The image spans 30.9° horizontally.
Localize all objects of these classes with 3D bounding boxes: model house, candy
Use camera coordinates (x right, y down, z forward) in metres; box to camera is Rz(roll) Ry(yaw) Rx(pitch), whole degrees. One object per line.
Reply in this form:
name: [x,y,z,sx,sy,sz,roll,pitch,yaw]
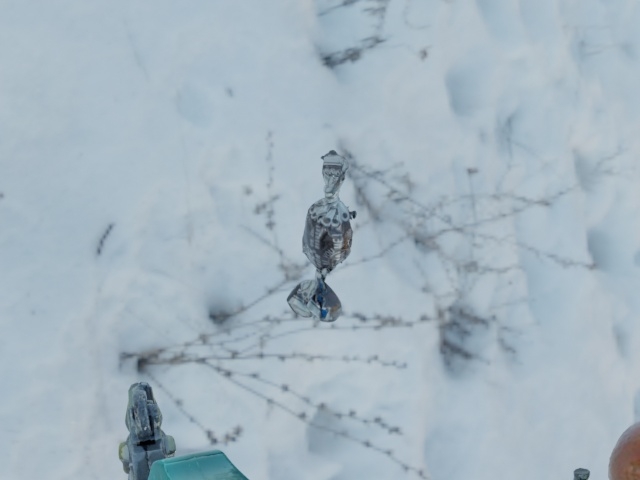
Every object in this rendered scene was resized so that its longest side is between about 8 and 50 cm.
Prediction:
model house: [-0.113,0.280,1.130,0.101,0.127,0.148,-5,85,-41]
candy: [0.000,0.000,1.322,0.051,0.094,0.226,-11,131,-30]

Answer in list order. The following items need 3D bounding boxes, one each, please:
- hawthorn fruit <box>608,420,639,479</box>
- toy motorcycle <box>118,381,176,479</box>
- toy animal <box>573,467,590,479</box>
hawthorn fruit: [0.468,0.309,1.411,0.197,0.226,0.196,9,80,-64]
toy motorcycle: [-0.184,0.251,1.256,0.061,0.124,0.193,-8,90,-9]
toy animal: [0.445,0.381,1.595,0.082,0.270,0.137,-39,129,-74]
